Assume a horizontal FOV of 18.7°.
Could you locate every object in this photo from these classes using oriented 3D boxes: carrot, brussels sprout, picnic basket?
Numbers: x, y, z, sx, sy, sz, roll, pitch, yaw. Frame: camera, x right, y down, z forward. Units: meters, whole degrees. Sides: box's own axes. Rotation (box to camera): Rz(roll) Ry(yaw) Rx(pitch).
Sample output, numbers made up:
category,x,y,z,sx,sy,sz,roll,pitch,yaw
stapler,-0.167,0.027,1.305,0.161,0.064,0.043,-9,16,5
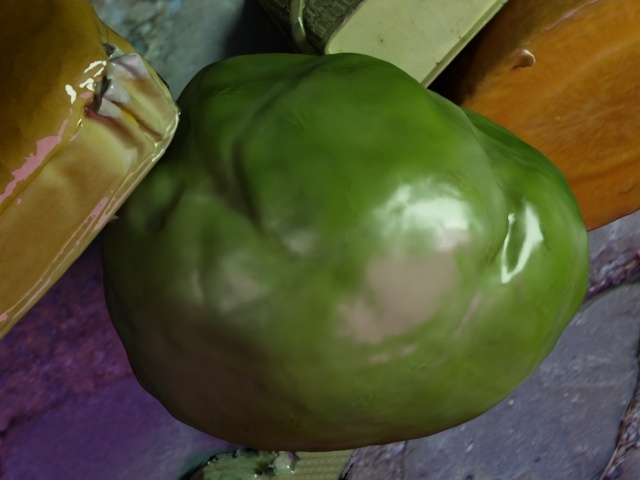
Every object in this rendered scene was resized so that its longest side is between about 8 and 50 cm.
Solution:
category,x,y,z,sx,sy,sz,roll,pitch,yaw
carrot,0.205,-0.115,1.373,0.307,0.100,0.258,-29,143,12
brussels sprout,-0.001,0.003,1.178,0.274,0.316,0.242,-23,118,-63
picnic basket,0.047,-0.168,1.261,0.164,0.079,0.115,-46,143,-4

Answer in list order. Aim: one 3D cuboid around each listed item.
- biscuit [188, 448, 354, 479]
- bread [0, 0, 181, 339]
category,x,y,z,sx,sy,sz,roll,pitch,yaw
biscuit,-0.026,0.146,1.501,0.147,0.046,0.250,1,122,-45
bread,-0.200,-0.034,1.081,0.241,0.136,0.107,-47,144,0
